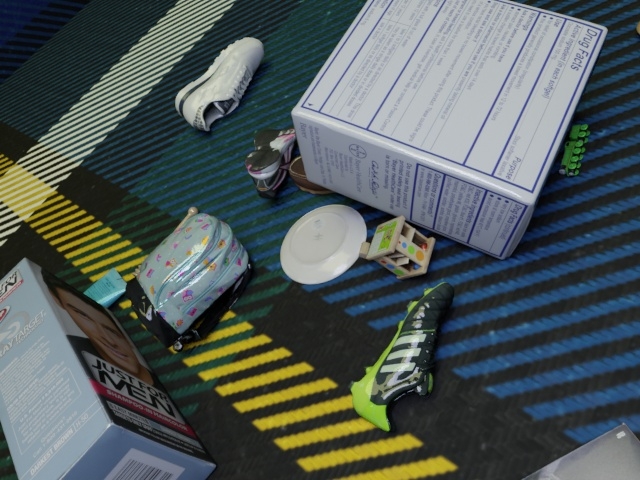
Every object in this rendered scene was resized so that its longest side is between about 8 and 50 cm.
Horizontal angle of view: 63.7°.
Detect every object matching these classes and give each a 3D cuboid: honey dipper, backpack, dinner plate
[{"bbox_3d":[-0.268,0.003,0.903,0.030,0.030,0.161,15,62,37],"label":"honey dipper"},{"bbox_3d":[-0.193,0.051,0.764,0.182,0.115,0.152,-43,44,-10],"label":"backpack"},{"bbox_3d":[0.000,0.000,0.761,0.141,0.017,0.141,-16,48,18],"label":"dinner plate"}]

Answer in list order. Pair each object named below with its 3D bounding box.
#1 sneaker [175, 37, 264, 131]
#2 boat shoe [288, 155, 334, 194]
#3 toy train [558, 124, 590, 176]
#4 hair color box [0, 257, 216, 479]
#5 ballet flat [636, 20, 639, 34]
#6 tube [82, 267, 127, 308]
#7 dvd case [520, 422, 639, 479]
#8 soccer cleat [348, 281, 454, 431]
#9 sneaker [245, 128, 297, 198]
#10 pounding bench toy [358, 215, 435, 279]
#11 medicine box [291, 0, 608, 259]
[{"bbox_3d":[-0.192,-0.326,1.087,0.094,0.090,0.235,38,83,30],"label":"sneaker"},{"bbox_3d":[0.029,-0.113,0.793,0.206,0.073,0.073,10,63,36],"label":"boat shoe"},{"bbox_3d":[0.326,-0.117,0.663,0.023,0.017,0.083,4,58,43],"label":"toy train"},{"bbox_3d":[-0.312,0.187,0.677,0.114,0.185,0.374,-48,47,-10],"label":"hair color box"},{"bbox_3d":[0.540,-0.325,0.661,0.232,0.073,0.080,-6,53,26],"label":"ballet flat"},{"bbox_3d":[-0.420,0.134,0.879,0.207,0.052,0.080,-45,51,-15],"label":"tube"},{"bbox_3d":[0.245,0.281,0.401,0.164,0.018,0.221,-32,47,5],"label":"dvd case"},{"bbox_3d":[0.106,0.129,0.577,0.072,0.060,0.179,33,82,32],"label":"soccer cleat"},{"bbox_3d":[-0.082,-0.132,0.875,0.071,0.077,0.178,6,36,15],"label":"sneaker"},{"bbox_3d":[0.097,0.016,0.666,0.083,0.065,0.052,-24,38,56],"label":"pounding bench toy"},{"bbox_3d":[0.155,-0.163,0.646,0.289,0.149,0.264,25,69,17],"label":"medicine box"}]
